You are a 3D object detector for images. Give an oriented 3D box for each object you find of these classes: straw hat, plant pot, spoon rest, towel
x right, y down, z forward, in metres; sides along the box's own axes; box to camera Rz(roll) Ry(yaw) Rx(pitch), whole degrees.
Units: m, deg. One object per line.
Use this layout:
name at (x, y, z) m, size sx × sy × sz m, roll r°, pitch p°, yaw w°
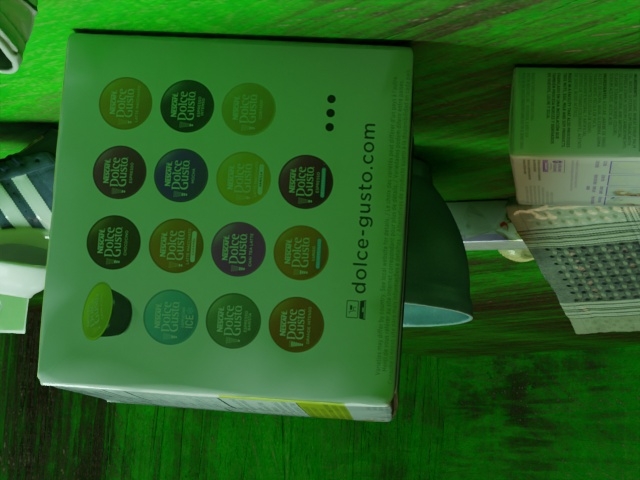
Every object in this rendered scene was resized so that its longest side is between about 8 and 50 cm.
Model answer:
straw hat at (0.299, 0.000, 2.262) m, size 0.144 × 0.061 × 0.144 m, roll 3°, pitch 170°, yaw 1°
plant pot at (0.050, -0.003, 1.903) m, size 0.293 × 0.196 × 0.293 m, roll 4°, pitch 172°, yaw 1°
spoon rest at (-0.360, 0.030, 1.873) m, size 0.137 × 0.084 × 0.276 m, roll 10°, pitch 176°, yaw 16°
towel at (0.431, 0.012, 1.953) m, size 0.324 × 0.056 × 0.312 m, roll -6°, pitch 141°, yaw 28°

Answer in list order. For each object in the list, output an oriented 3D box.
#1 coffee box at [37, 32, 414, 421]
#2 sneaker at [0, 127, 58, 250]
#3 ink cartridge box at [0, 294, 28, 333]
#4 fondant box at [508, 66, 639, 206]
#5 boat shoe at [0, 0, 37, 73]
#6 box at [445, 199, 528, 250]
coffee box at (-0.079, 0.002, 1.540) m, size 0.334 × 0.338 × 0.338 m, roll 3°, pitch 172°, yaw 4°
sneaker at (-0.371, -0.067, 1.810) m, size 0.350 × 0.148 × 0.131 m, roll 6°, pitch -170°, yaw -15°
ink cartridge box at (-0.436, 0.010, 2.034) m, size 0.171 × 0.235 × 0.056 m, roll -1°, pitch 170°, yaw 27°
fondant box at (0.360, -0.098, 1.526) m, size 0.330 × 0.096 × 0.238 m, roll 3°, pitch 171°, yaw 9°
boat shoe at (-0.319, -0.196, 1.180) m, size 0.096 × 0.088 × 0.267 m, roll 0°, pitch 170°, yaw 22°
box at (0.249, -0.022, 2.136) m, size 0.324 × 0.063 × 0.067 m, roll -2°, pitch 168°, yaw 29°
